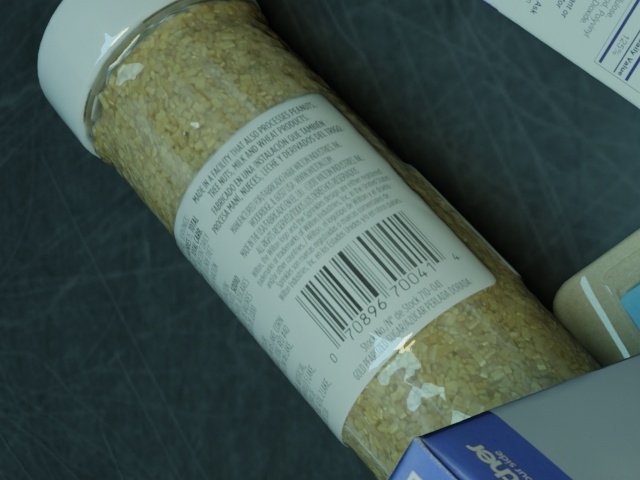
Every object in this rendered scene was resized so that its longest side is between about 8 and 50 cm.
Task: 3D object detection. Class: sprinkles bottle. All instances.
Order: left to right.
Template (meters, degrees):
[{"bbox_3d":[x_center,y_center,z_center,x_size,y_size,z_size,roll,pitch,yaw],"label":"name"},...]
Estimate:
[{"bbox_3d":[0.000,0.000,0.710,0.355,0.121,0.121,48,118,25],"label":"sprinkles bottle"}]

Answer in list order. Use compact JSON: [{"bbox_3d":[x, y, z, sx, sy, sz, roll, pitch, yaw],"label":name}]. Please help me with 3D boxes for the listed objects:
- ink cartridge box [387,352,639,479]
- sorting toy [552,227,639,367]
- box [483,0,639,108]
[{"bbox_3d":[0.078,0.132,0.535,0.065,0.311,0.186,41,122,26],"label":"ink cartridge box"},{"bbox_3d":[0.224,0.050,0.626,0.208,0.038,0.193,-39,73,30],"label":"sorting toy"},{"bbox_3d":[0.157,-0.132,0.633,0.137,0.072,0.126,41,115,25],"label":"box"}]
